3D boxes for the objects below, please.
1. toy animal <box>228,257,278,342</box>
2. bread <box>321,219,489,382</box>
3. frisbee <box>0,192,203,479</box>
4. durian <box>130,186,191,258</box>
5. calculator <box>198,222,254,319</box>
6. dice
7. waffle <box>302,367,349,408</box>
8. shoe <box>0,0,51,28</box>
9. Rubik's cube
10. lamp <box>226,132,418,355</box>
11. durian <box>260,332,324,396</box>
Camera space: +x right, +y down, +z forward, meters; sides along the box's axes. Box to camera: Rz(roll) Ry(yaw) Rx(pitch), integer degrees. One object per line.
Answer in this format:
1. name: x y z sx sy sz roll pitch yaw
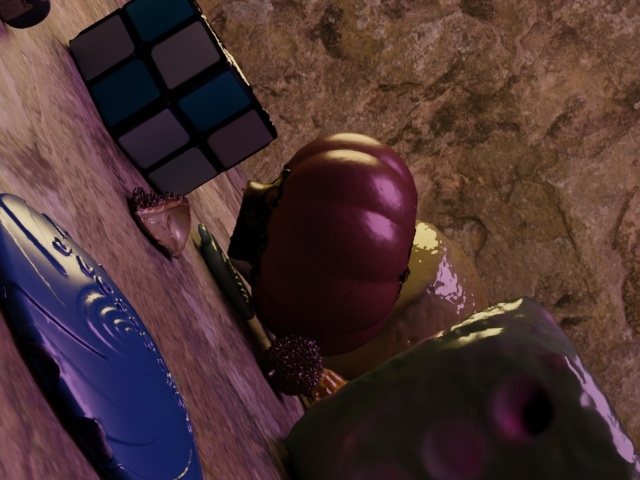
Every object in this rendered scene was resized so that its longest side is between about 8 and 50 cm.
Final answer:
1. toy animal: -0.040 0.096 1.977 0.221 0.103 0.131 61 1 26
2. bread: 0.105 0.130 2.106 0.237 0.320 0.320 57 2 -41
3. frisbee: -0.128 0.070 0.830 0.242 0.045 0.242 61 1 -2
4. durian: -0.174 -0.022 1.412 0.130 0.052 0.066 48 49 -67
5. calculator: -0.126 0.041 1.766 0.153 0.021 0.095 59 1 -29
6. dice: 0.168 0.263 1.437 0.318 0.322 0.330 60 3 11
7. waffle: 0.069 0.287 1.889 0.245 0.052 0.254 37 17 -41
8. shoe: -0.303 -0.273 1.281 0.143 0.063 0.071 62 2 -13
9. Rubik's cube: -0.180 -0.184 1.645 0.183 0.167 0.180 59 1 36
10. lamp: 0.000 0.000 1.774 0.239 0.306 0.305 17 5 -3
11. durian: -0.037 0.158 1.667 0.091 0.080 0.080 -24 82 -47
